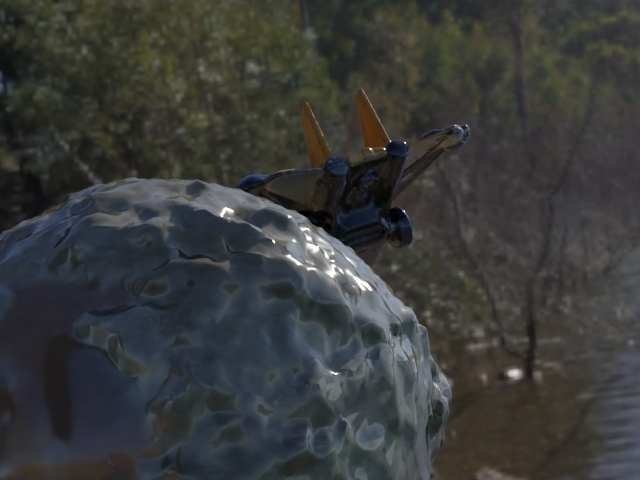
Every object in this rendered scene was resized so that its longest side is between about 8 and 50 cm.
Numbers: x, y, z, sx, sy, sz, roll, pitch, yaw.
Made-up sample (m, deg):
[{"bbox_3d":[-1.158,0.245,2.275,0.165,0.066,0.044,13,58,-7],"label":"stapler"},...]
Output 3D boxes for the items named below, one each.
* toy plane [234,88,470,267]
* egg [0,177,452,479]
[{"bbox_3d":[0.005,0.010,1.093,0.204,0.103,0.316,-16,-32,-21],"label":"toy plane"},{"bbox_3d":[-0.072,0.108,0.582,0.279,0.279,0.310,-9,-34,-16],"label":"egg"}]
